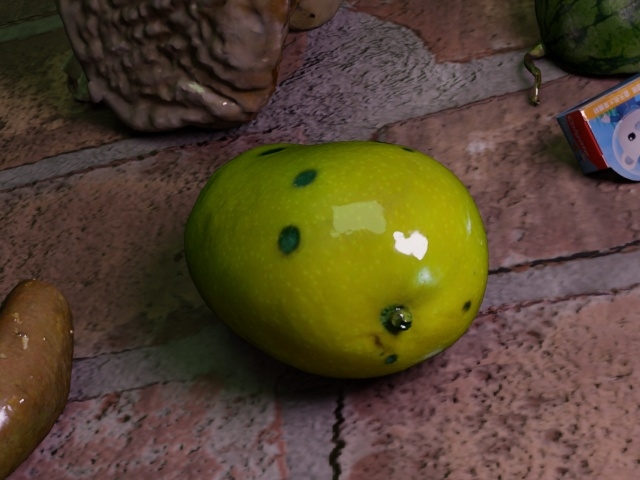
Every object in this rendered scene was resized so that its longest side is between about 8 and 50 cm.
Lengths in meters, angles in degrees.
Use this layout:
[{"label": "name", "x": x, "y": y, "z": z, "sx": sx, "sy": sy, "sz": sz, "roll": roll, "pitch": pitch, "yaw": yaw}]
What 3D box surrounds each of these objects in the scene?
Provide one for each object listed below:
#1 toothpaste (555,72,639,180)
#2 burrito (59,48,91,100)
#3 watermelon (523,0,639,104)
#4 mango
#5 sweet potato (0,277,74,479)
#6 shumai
[{"label": "toothpaste", "x": 0.275, "y": -0.105, "z": 1.173, "sx": 0.193, "sy": 0.070, "sz": 0.044, "roll": -28, "pitch": 3, "yaw": -17}, {"label": "burrito", "x": -0.150, "y": -0.223, "z": 1.551, "sx": 0.082, "sy": 0.059, "sz": 0.275, "roll": 26, "pitch": 51, "yaw": 30}, {"label": "watermelon", "x": 0.266, "y": -0.229, "z": 1.296, "sx": 0.232, "sy": 0.127, "sz": 0.204, "roll": -15, "pitch": 34, "yaw": 13}, {"label": "mango", "x": 0.000, "y": 0.000, "z": 1.058, "sx": 0.175, "sy": 0.143, "sz": 0.293, "roll": -26, "pitch": 23, "yaw": -17}, {"label": "sweet potato", "x": -0.215, "y": 0.122, "z": 1.036, "sx": 0.077, "sy": 0.077, "sz": 0.243, "roll": -4, "pitch": 40, "yaw": 20}, {"label": "shumai", "x": -0.055, "y": -0.253, "z": 1.381, "sx": 0.262, "sy": 0.267, "sz": 0.314, "roll": -26, "pitch": -8, "yaw": -39}]
